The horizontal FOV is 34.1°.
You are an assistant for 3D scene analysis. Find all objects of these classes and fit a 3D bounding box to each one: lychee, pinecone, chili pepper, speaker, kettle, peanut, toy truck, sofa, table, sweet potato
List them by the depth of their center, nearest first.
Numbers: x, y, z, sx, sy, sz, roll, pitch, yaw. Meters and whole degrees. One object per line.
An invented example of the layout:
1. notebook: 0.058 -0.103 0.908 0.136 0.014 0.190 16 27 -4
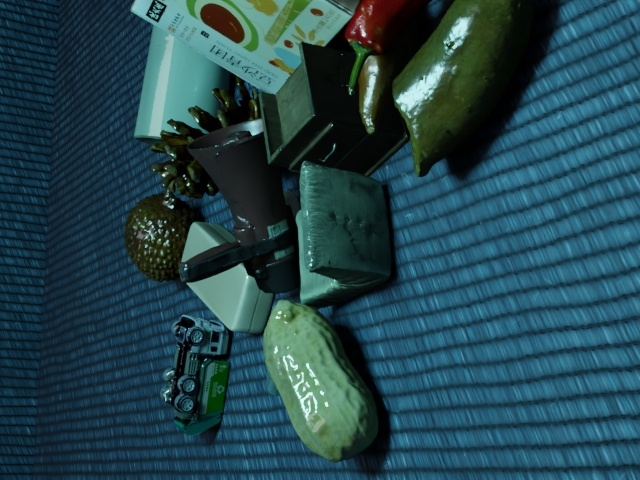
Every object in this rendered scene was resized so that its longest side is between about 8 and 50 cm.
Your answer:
1. sweet potato: 0.222 -0.269 1.574 0.369 0.158 0.157 -53 41 29
2. chili pepper: 0.154 -0.394 1.652 0.368 0.092 0.137 -42 42 19
3. sweet potato: 0.118 -0.343 1.784 0.112 0.112 0.359 -22 52 56
4. peanut: -0.007 0.240 1.815 0.313 0.152 0.152 59 134 27
5. table: 0.020 -0.218 1.840 0.169 0.193 0.172 -42 49 48
6. sofa: 0.000 0.000 1.844 0.225 0.176 0.210 -28 61 54
7. speaker: -0.137 -0.047 1.943 0.198 0.259 0.329 -8 101 28
8. pinecone: -0.206 -0.201 2.160 0.244 0.309 0.244 162 90 -85
9. toy truck: -0.272 0.295 2.288 0.114 0.124 0.253 12 92 59
10. kettle: -0.298 -0.371 2.445 0.205 0.265 0.317 6 89 28
11. lychee: -0.371 -0.018 2.459 0.200 0.200 0.238 49 135 52

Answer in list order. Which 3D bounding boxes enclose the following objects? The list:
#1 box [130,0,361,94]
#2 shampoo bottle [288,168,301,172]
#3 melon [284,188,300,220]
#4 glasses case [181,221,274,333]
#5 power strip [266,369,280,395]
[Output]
1. box: -0.136 -0.467 1.945 0.385 0.345 0.122 -35 29 62
2. shampoo bottle: -0.008 -0.156 2.024 0.191 0.041 0.069 21 98 58
3. melon: -0.109 -0.015 2.117 0.139 0.093 0.202 28 103 65
4. glasses case: -0.206 0.075 2.268 0.336 0.076 0.144 39 116 55
5. power strip: -0.035 0.230 1.983 0.216 0.044 0.137 -15 70 58
